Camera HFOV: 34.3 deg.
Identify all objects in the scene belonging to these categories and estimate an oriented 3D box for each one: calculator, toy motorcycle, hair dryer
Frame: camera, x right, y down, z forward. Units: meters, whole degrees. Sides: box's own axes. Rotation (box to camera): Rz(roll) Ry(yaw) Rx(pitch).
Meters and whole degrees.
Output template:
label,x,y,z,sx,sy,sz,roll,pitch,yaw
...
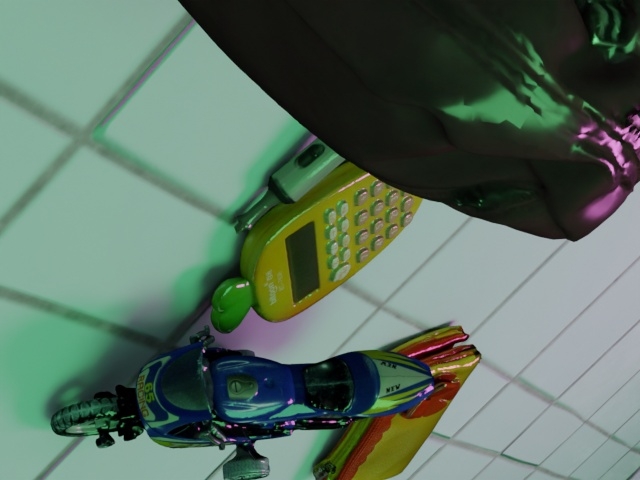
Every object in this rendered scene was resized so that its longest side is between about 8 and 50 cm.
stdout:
label,x,y,z,sx,sy,sz,roll,pitch,yaw
calculator,0.000,0.000,0.895,0.235,0.032,0.146,-32,149,-18
toy motorcycle,-0.059,0.134,0.873,0.315,0.113,0.169,0,158,-26
hair dryer,0.004,-0.070,0.797,0.197,0.057,0.100,-41,149,11

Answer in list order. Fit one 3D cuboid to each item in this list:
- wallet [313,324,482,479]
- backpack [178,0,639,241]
label,x,y,z,sx,sy,sz,roll,pitch,yaw
wallet,0.090,0.215,1.247,0.141,0.067,0.241,-11,139,-39
backpack,0.038,-0.142,0.468,0.197,0.317,0.283,-48,148,14
